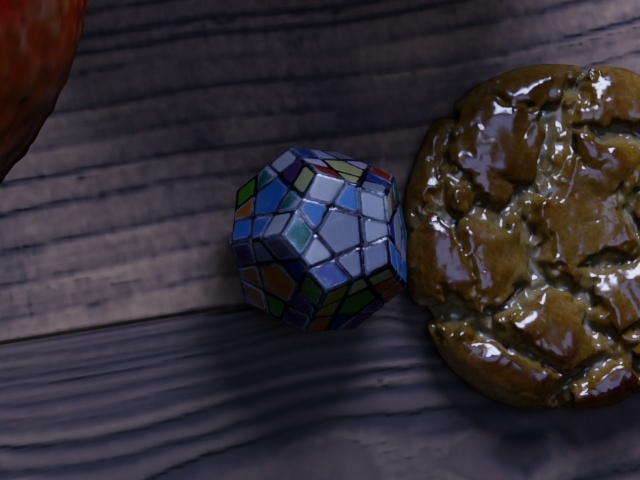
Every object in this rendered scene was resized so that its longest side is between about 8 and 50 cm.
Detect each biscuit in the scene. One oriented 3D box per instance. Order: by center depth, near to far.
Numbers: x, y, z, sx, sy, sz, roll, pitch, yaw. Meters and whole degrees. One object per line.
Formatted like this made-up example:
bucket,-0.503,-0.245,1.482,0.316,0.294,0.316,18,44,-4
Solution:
biscuit,0.153,-0.005,1.119,0.225,0.042,0.226,1,84,-14

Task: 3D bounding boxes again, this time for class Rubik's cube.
Rubik's cube,0.000,0.000,1.052,0.111,0.093,0.111,1,86,-14

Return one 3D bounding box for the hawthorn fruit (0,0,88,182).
hawthorn fruit,-0.317,-0.097,0.852,0.402,0.403,0.403,2,83,-14
